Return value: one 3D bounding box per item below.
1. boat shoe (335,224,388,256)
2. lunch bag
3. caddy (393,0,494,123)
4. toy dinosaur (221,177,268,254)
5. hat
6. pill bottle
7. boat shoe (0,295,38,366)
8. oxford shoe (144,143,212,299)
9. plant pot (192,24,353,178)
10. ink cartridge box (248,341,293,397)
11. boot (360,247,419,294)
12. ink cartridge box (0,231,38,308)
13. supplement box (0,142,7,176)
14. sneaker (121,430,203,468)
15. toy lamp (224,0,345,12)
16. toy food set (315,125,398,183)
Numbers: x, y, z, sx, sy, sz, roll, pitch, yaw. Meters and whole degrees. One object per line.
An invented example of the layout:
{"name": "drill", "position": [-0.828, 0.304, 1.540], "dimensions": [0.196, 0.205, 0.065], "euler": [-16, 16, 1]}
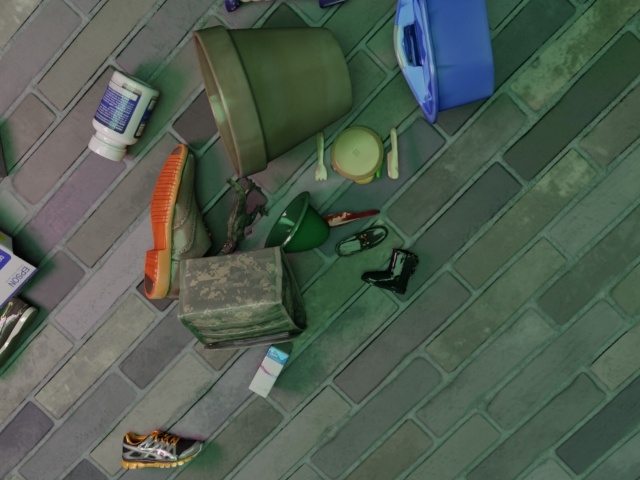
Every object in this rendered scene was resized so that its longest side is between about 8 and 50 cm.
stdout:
{"name": "boat shoe", "position": [0.097, 0.003, 1.786], "dimensions": [0.132, 0.042, 0.049], "euler": [-23, 94, 6]}
{"name": "lunch bag", "position": [-0.166, 0.153, 1.723], "dimensions": [0.235, 0.287, 0.169], "euler": [-8, 61, 8]}
{"name": "caddy", "position": [0.243, -0.420, 1.606], "dimensions": [0.179, 0.241, 0.342], "euler": [-10, 98, 2]}
{"name": "toy dinosaur", "position": [-0.175, -0.068, 1.743], "dimensions": [0.064, 0.118, 0.268], "euler": [30, 141, 16]}
{"name": "hat", "position": [0.000, 0.000, 1.748], "dimensions": [0.183, 0.173, 0.208], "euler": [32, 124, -18]}
{"name": "pill bottle", "position": [-0.455, -0.282, 1.750], "dimensions": [0.112, 0.112, 0.187], "euler": [28, 100, 0]}
{"name": "boat shoe", "position": [-0.786, 0.242, 1.881], "dimensions": [0.068, 0.081, 0.228], "euler": [36, 93, 1]}
{"name": "oxford shoe", "position": [-0.323, -0.041, 1.794], "dimensions": [0.132, 0.130, 0.364], "euler": [8, 93, -29]}
{"name": "plant pot", "position": [-0.093, -0.327, 1.636], "dimensions": [0.280, 0.323, 0.323], "euler": [-19, 97, -8]}
{"name": "ink cartridge box", "position": [-0.118, 0.301, 1.825], "dimensions": [0.052, 0.088, 0.123], "euler": [27, 100, 0]}
{"name": "boot", "position": [0.165, 0.065, 1.787], "dimensions": [0.121, 0.045, 0.099], "euler": [17, 102, -5]}
{"name": "ink cartridge box", "position": [-0.887, 0.063, 1.819], "dimensions": [0.303, 0.072, 0.307], "euler": [-41, 122, 18]}
{"name": "supplement box", "position": [-0.884, -0.198, 1.819], "dimensions": [0.239, 0.073, 0.130], "euler": [-6, 98, 5]}
{"name": "sneaker", "position": [-0.394, 0.510, 1.888], "dimensions": [0.214, 0.084, 0.083], "euler": [-8, 93, 7]}
{"name": "toy lamp", "position": [-0.073, -0.551, 1.694], "dimensions": [0.274, 0.080, 0.080], "euler": [0, 99, 6]}
{"name": "toy food set", "position": [0.085, -0.196, 1.761], "dimensions": [0.191, 0.038, 0.133], "euler": [0, 92, 10]}
